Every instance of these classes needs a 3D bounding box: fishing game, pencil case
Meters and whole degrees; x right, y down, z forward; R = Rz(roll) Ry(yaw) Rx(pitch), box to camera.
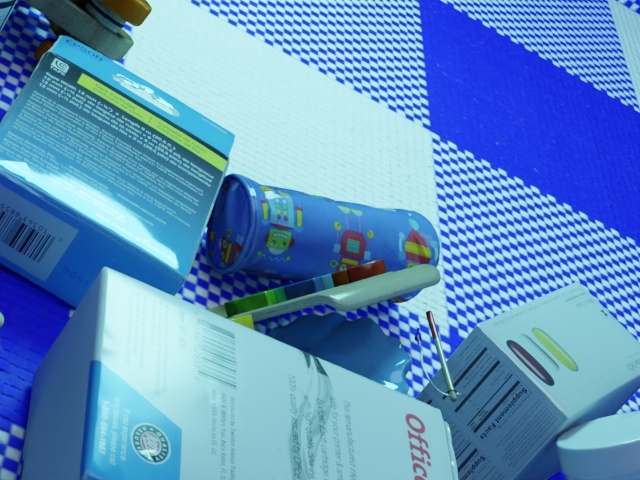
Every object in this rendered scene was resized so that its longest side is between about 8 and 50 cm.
[{"bbox_3d":[0.010,0.151,1.778,0.264,0.041,0.189,-8,41,-6],"label":"fishing game"},{"bbox_3d":[0.000,0.000,2.000,0.306,0.119,0.133,11,5,-37],"label":"pencil case"}]

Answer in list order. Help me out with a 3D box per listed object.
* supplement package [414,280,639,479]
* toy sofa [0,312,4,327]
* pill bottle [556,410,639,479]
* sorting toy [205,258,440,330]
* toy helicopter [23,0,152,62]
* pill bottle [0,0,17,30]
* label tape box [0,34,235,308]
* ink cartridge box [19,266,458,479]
[{"bbox_3d":[0.233,0.186,1.894,0.145,0.204,0.262,46,31,17],"label":"supplement package"},{"bbox_3d":[-0.384,-0.074,1.579,0.150,0.177,0.363,53,14,-48],"label":"toy sofa"},{"bbox_3d":[0.340,0.329,1.724,0.162,0.162,0.278,-21,98,-56],"label":"pill bottle"},{"bbox_3d":[-0.040,0.065,1.794,0.307,0.229,0.041,-13,92,-54],"label":"sorting toy"},{"bbox_3d":[-0.383,-0.347,2.069,0.355,0.140,0.235,36,9,-19],"label":"toy helicopter"},{"bbox_3d":[-0.413,-0.273,1.807,0.153,0.265,0.153,27,30,-17],"label":"pill bottle"},{"bbox_3d":[-0.248,-0.070,1.852,0.249,0.115,0.348,31,27,-10],"label":"label tape box"},{"bbox_3d":[-0.070,0.235,1.542,0.395,0.166,0.285,24,32,-20],"label":"ink cartridge box"}]
